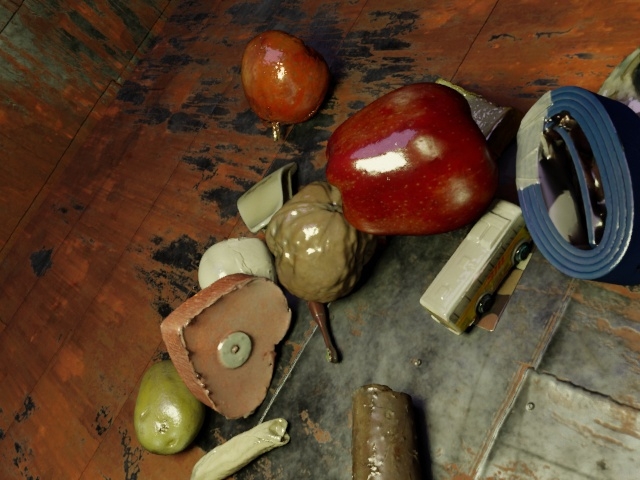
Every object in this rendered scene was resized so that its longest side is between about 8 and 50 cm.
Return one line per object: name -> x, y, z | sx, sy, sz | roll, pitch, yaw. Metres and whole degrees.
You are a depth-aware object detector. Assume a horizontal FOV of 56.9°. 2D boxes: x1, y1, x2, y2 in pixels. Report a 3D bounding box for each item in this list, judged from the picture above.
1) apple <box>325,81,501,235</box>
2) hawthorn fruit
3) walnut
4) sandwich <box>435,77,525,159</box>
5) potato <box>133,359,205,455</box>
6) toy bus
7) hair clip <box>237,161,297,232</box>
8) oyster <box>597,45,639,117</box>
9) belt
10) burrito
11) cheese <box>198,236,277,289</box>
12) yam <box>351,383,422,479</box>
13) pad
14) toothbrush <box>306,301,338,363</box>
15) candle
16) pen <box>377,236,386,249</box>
apple -> 0.176, -0.146, 1.124 | 0.317, 0.288, 0.288 | -16, 51, 16
hawthorn fruit -> -0.108, -0.443, 1.731 | 0.276, 0.276, 0.307 | 20, 99, 47
walnut -> 0.001, 0.002, 1.304 | 0.227, 0.273, 0.273 | -13, 37, -21
sandwich -> 0.295, -0.233, 1.328 | 0.226, 0.087, 0.251 | -50, 42, 1
potato -> -0.366, 0.389, 1.421 | 0.174, 0.159, 0.251 | -21, 36, -2
toy bus -> 0.299, 0.044, 1.106 | 0.268, 0.106, 0.092 | -53, 44, -4
hair clip -> -0.144, -0.109, 1.610 | 0.173, 0.113, 0.282 | -32, 44, 20
oyster -> 0.642, -0.275, 1.040 | 0.351, 0.115, 0.237 | -17, 43, 27
belt -> 0.454, -0.092, 1.001 | 0.212, 0.117, 0.346 | -40, 50, 52
burrito -> -0.183, 0.465, 1.274 | 0.275, 0.059, 0.082 | -33, 30, 19
cheese -> -0.214, 0.081, 1.498 | 0.154, 0.189, 0.198 | -66, 31, 32
yam -> 0.115, 0.395, 1.015 | 0.131, 0.131, 0.279 | -22, 48, 29
pad -> 0.325, 0.052, 1.162 | 0.158, 0.003, 0.235 | 20, 76, 47
toothbrush -> -0.015, 0.138, 1.375 | 0.041, 0.041, 0.364 | -37, 43, 16
candle -> -0.223, 0.222, 1.308 | 0.131, 0.287, 0.316 | 6, 81, 43
pen -> 0.139, -0.082, 1.404 | 0.028, 0.028, 0.239 | -22, 49, 29
